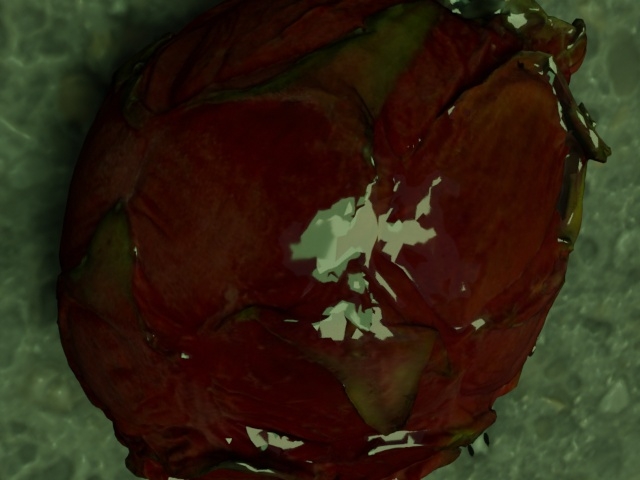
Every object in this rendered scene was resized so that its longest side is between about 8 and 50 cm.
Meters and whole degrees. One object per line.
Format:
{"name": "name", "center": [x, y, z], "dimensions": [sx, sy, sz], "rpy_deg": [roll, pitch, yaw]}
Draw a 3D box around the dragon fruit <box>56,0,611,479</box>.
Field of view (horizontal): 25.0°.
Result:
{"name": "dragon fruit", "center": [0.000, 0.000, 0.790], "dimensions": [0.277, 0.277, 0.343], "rpy_deg": [10, 106, -31]}
